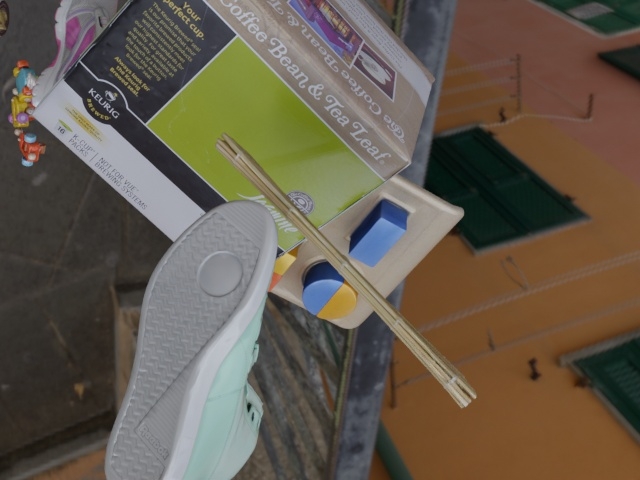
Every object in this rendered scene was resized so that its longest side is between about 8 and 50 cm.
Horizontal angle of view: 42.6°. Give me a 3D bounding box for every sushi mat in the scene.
[{"bbox_3d":[0.023,0.024,0.763,0.019,0.151,0.316,-44,83,3],"label":"sushi mat"}]

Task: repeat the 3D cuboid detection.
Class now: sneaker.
[{"bbox_3d":[-0.337,-0.277,1.233,0.111,0.252,0.103,5,162,15],"label":"sneaker"},{"bbox_3d":[-0.088,0.097,0.713,0.255,0.094,0.151,-69,157,-7],"label":"sneaker"}]

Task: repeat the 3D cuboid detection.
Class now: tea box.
[{"bbox_3d":[-0.095,-0.174,0.990,0.323,0.220,0.329,-33,111,34],"label":"tea box"}]

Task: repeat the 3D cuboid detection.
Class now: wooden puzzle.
[{"bbox_3d":[0.000,0.000,1.289,0.348,0.080,0.322,25,128,-18],"label":"wooden puzzle"}]

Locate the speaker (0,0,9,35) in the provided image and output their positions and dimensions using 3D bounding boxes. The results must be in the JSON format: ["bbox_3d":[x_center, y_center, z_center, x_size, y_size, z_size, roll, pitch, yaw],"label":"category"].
[{"bbox_3d":[-0.548,-0.347,1.243,0.136,0.055,0.055,9,119,-1],"label":"speaker"}]

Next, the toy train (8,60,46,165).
[{"bbox_3d":[-0.485,-0.217,1.387,0.046,0.125,0.166,-7,127,-37],"label":"toy train"}]

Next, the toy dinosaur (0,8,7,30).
[{"bbox_3d":[-0.195,-0.144,0.444,0.093,0.183,0.053,-23,142,8],"label":"toy dinosaur"}]
